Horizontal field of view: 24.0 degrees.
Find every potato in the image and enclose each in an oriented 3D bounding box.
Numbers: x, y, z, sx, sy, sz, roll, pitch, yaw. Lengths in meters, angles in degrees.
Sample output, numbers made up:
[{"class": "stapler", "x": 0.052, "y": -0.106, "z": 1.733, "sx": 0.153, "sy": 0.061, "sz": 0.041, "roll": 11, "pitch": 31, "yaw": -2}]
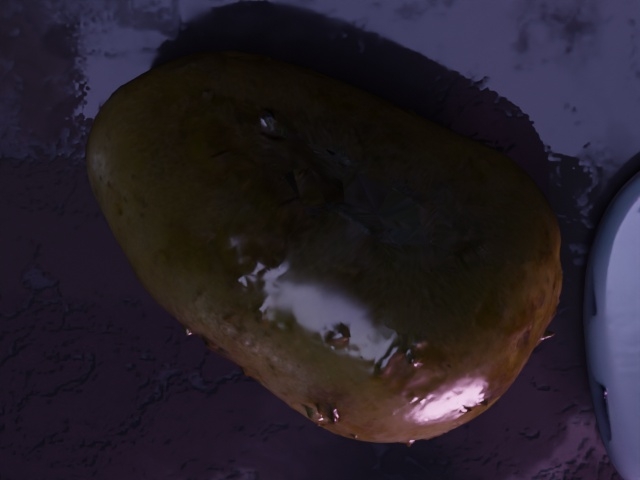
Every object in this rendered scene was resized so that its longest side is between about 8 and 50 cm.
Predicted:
[{"class": "potato", "x": 0.000, "y": 0.000, "z": 0.916, "sx": 0.307, "sy": 0.210, "sz": 0.173, "roll": 30, "pitch": 154, "yaw": 2}]

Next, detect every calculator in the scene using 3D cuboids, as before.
[{"class": "calculator", "x": 0.271, "y": 0.081, "z": 0.995, "sx": 0.186, "sy": 0.041, "sz": 0.298, "roll": -8, "pitch": 107, "yaw": 8}]
